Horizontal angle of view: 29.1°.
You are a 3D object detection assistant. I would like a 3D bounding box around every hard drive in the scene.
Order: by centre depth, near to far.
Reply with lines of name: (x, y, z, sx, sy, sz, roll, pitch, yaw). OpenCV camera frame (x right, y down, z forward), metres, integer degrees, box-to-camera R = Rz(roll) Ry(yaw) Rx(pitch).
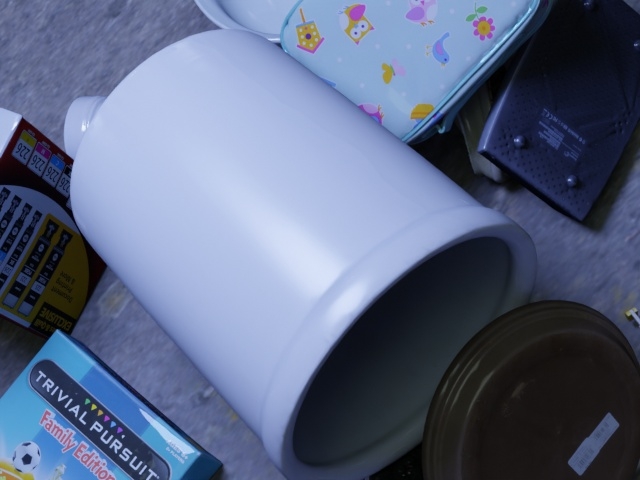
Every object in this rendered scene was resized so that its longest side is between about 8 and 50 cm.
hard drive: (0.288, -0.168, 1.422, 0.172, 0.054, 0.254, 33, 76, -21)

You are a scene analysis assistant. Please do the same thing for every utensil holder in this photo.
utensil holder: (-0.029, 0.009, 1.269, 0.327, 0.327, 0.385, -46, 59, -3)

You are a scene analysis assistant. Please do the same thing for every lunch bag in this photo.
lunch bag: (0.107, -0.244, 1.378, 0.224, 0.108, 0.279, 46, 112, 4)

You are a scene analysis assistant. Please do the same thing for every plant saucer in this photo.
plant saucer: (0.230, 0.199, 1.256, 0.278, 0.278, 0.041, -56, 28, -7)

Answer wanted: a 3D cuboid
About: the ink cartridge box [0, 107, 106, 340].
ink cartridge box: (-0.392, 0.010, 1.466, 0.130, 0.309, 0.272, 22, 79, 22)

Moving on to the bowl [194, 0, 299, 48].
bowl: (-0.016, -0.359, 1.583, 0.298, 0.134, 0.298, -5, 71, 14)

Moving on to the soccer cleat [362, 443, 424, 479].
soccer cleat: (0.068, 0.346, 1.255, 0.109, 0.116, 0.318, 11, 46, 5)

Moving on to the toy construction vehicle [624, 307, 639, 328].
toy construction vehicle: (0.393, 0.102, 1.354, 0.086, 0.035, 0.098, -29, 66, 5)

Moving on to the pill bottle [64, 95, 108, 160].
pill bottle: (-0.190, -0.130, 1.551, 0.246, 0.136, 0.136, 2, 72, 17)

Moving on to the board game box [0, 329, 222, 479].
board game box: (-0.322, 0.315, 1.464, 0.254, 0.079, 0.336, 36, 84, 24)

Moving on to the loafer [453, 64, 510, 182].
loafer: (0.170, -0.195, 1.473, 0.092, 0.102, 0.268, -15, 88, 30)
